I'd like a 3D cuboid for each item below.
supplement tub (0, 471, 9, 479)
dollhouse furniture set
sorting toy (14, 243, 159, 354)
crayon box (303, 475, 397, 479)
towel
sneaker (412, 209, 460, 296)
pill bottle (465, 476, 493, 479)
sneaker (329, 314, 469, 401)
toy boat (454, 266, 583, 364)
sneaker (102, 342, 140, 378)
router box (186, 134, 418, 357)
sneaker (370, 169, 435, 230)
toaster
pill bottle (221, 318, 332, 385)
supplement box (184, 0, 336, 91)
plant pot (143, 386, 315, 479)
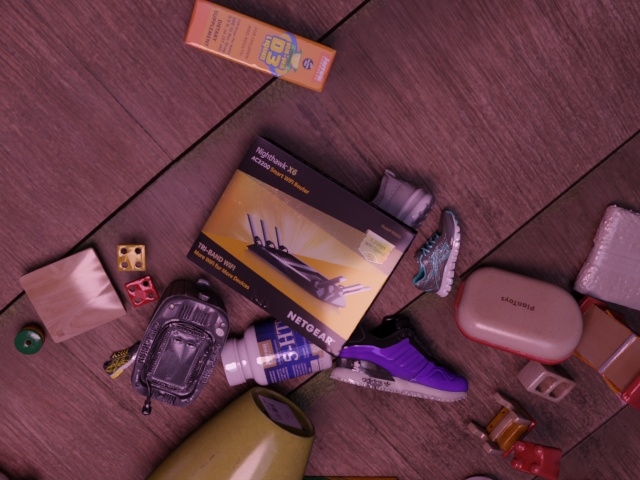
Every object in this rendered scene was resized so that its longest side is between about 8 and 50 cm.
[{"bbox_3d":[-0.672,0.499,1.108,0.325,0.235,0.235,13,103,-12],"label":"supplement tub"},{"bbox_3d":[0.493,0.311,1.254,0.152,0.201,0.374,26,107,-35],"label":"dollhouse furniture set"},{"bbox_3d":[-0.414,0.086,1.133,0.275,0.046,0.132,-23,107,-2],"label":"sorting toy"},{"bbox_3d":[0.047,0.586,1.327,0.319,0.081,0.202,5,104,-10],"label":"crayon box"},{"bbox_3d":[0.652,0.049,1.293,0.282,0.049,0.187,16,101,-12],"label":"towel"},{"bbox_3d":[0.211,0.024,1.209,0.076,0.065,0.166,5,103,-6],"label":"sneaker"},{"bbox_3d":[0.334,0.597,1.361,0.108,0.108,0.193,-7,106,-7],"label":"pill bottle"},{"bbox_3d":[0.166,0.217,1.234,0.293,0.102,0.146,16,77,-25],"label":"sneaker"},{"bbox_3d":[0.367,0.155,1.235,0.231,0.151,0.151,17,63,13],"label":"toy boat"},{"bbox_3d":[-0.360,0.214,1.185,0.035,0.031,0.083,43,95,-17],"label":"sneaker"},{"bbox_3d":[-0.031,0.007,1.096,0.309,0.081,0.243,32,99,8],"label":"router box"},{"bbox_3d":[0.078,0.000,1.179,0.115,0.105,0.281,44,101,17],"label":"sneaker"},{"bbox_3d":[-0.243,0.178,1.133,0.129,0.146,0.227,22,100,-13],"label":"toaster"},{"bbox_3d":[-0.081,0.199,1.183,0.187,0.112,0.112,-15,107,-5],"label":"pill bottle"},{"bbox_3d":[-0.096,-0.314,1.057,0.233,0.080,0.078,16,104,-15],"label":"supplement box"},{"bbox_3d":[-0.145,0.414,1.146,0.275,0.275,0.293,32,98,-16],"label":"plant pot"}]
